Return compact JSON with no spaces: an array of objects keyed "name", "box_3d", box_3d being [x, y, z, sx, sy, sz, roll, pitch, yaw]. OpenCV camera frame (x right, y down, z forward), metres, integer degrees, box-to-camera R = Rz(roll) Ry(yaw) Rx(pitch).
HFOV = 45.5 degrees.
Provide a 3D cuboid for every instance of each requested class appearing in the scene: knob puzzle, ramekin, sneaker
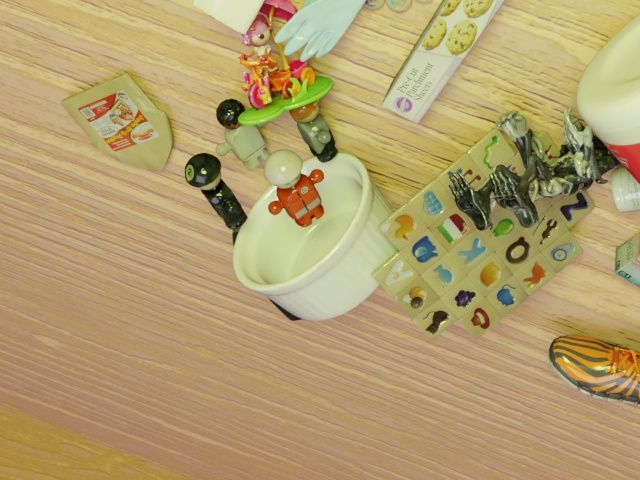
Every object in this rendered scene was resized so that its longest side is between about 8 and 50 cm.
[{"name":"knob puzzle","box_3d":[-0.344,-0.205,1.379,0.213,0.030,0.213,12,138,11]},{"name":"ramekin","box_3d":[0.000,0.000,1.277,0.277,0.277,0.135,-16,135,36]},{"name":"sneaker","box_3d":[0.584,0.218,1.358,0.321,0.124,0.180,19,143,4]}]

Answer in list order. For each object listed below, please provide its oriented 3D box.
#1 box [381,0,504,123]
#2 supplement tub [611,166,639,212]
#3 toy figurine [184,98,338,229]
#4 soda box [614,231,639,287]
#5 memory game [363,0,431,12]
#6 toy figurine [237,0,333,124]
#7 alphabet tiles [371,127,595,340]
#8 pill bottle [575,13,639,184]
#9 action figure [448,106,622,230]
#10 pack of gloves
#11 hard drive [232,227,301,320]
[{"name":"box","box_3d":[0.184,-0.292,1.027,0.067,0.063,0.324,28,139,-6]},{"name":"supplement tub","box_3d":[0.490,-0.082,1.120,0.107,0.071,0.071,-10,131,33]},{"name":"toy figurine","box_3d":[-0.089,-0.133,1.207,0.213,0.209,0.148,0,145,24]},{"name":"soda box","box_3d":[0.575,0.062,1.251,0.183,0.058,0.063,30,139,-9]},{"name":"memory game","box_3d":[0.085,-0.384,1.008,0.186,0.012,0.186,12,139,11]},{"name":"toy figurine","box_3d":[-0.076,-0.274,1.105,0.130,0.173,0.159,9,128,40]},{"name":"alphabet tiles","box_3d":[0.259,-0.001,1.201,0.342,0.011,0.285,-40,117,6]},{"name":"pill bottle","box_3d":[0.528,-0.101,0.945,0.408,0.229,0.229,42,136,-17]},{"name":"action figure","box_3d":[0.315,-0.117,1.051,0.164,0.276,0.141,-2,112,56]},{"name":"pack of gloves","box_3d":[-0.025,-0.360,1.000,0.195,0.046,0.232,26,122,-25]},{"name":"hard drive","box_3d":[-0.057,0.067,1.534,0.172,0.054,0.254,-10,130,32]}]
